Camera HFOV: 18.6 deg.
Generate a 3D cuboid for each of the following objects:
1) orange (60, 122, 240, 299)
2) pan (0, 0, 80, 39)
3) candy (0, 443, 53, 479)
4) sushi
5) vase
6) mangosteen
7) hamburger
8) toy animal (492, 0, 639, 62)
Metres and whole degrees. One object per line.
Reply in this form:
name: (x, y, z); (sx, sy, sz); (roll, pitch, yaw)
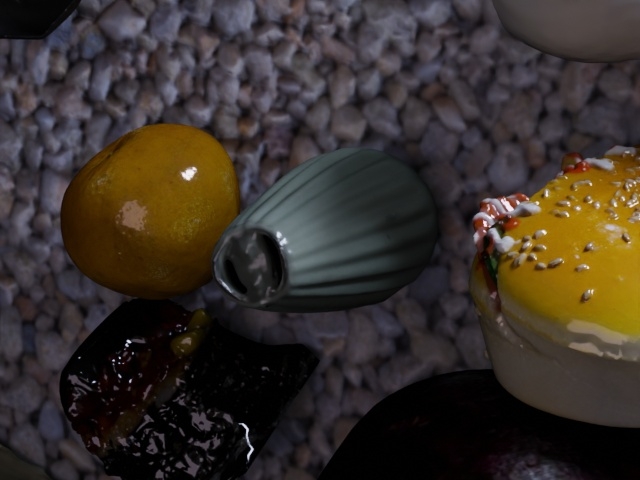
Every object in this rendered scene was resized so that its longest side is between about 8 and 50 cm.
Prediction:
orange: (-0.136, -0.020, 1.610); (0.159, 0.159, 0.136); (-28, 110, 25)
pan: (-0.219, -0.236, 1.669); (0.202, 0.048, 0.128); (5, 102, 25)
candy: (-0.256, 0.300, 1.699); (0.321, 0.179, 0.135); (25, 107, 19)
sushi: (-0.134, 0.130, 1.633); (0.150, 0.153, 0.172); (45, 135, -10)
vase: (0.000, 0.000, 1.497); (0.128, 0.248, 0.128); (5, 101, 24)
mangosteen: (0.184, 0.270, 1.421); (0.435, 0.382, 0.382); (-9, 95, -8)
hamburger: (0.245, 0.019, 1.373); (0.227, 0.295, 0.151); (29, 127, 47)
toy animal: (0.301, -0.179, 1.336); (0.368, 0.241, 0.196); (17, 107, 22)
